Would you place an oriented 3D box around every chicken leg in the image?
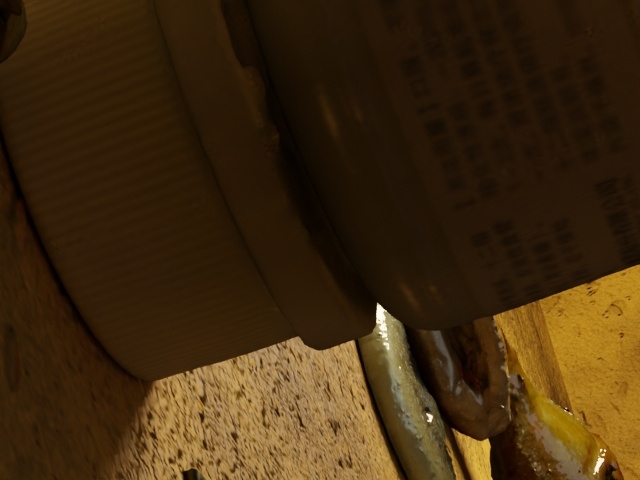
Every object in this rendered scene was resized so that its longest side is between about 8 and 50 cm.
[{"bbox_3d":[0.214,0.202,1.926,0.211,0.140,0.361,-41,115,-72],"label":"chicken leg"}]

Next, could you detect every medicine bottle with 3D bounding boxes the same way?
[{"bbox_3d":[0.029,-0.079,0.884,0.245,0.306,0.245,-19,90,-81],"label":"medicine bottle"}]

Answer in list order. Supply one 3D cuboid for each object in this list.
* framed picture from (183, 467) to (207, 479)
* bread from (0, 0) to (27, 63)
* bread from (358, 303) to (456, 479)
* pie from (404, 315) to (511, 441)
[{"bbox_3d":[-0.009,0.228,0.938,0.231,0.010,0.173,57,15,-55],"label":"framed picture"},{"bbox_3d":[-0.159,-0.152,0.732,0.149,0.065,0.188,85,-17,-83],"label":"bread"},{"bbox_3d":[0.067,0.124,1.546,0.112,0.036,0.193,-11,80,-80],"label":"bread"},{"bbox_3d":[0.100,0.076,1.673,0.179,0.084,0.205,118,-50,-81],"label":"pie"}]
